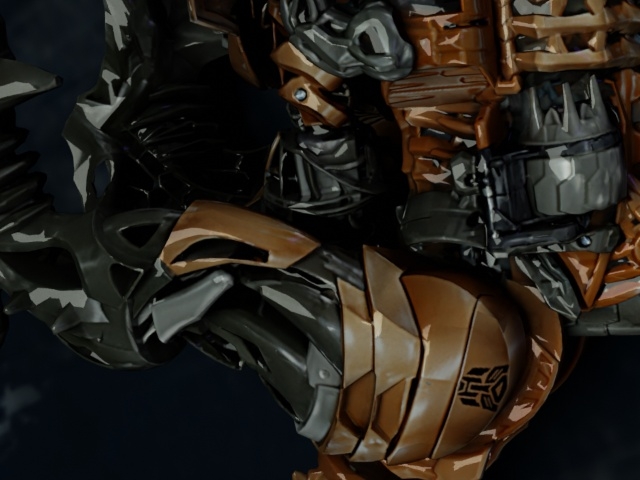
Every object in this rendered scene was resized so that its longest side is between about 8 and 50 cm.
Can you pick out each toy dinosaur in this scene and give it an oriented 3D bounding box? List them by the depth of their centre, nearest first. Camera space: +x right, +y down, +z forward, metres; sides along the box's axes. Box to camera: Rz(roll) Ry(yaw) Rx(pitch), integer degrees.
[{"bbox_3d":[0.000,0.000,0.431,0.218,0.164,0.321,20,87,18],"label":"toy dinosaur"}]
